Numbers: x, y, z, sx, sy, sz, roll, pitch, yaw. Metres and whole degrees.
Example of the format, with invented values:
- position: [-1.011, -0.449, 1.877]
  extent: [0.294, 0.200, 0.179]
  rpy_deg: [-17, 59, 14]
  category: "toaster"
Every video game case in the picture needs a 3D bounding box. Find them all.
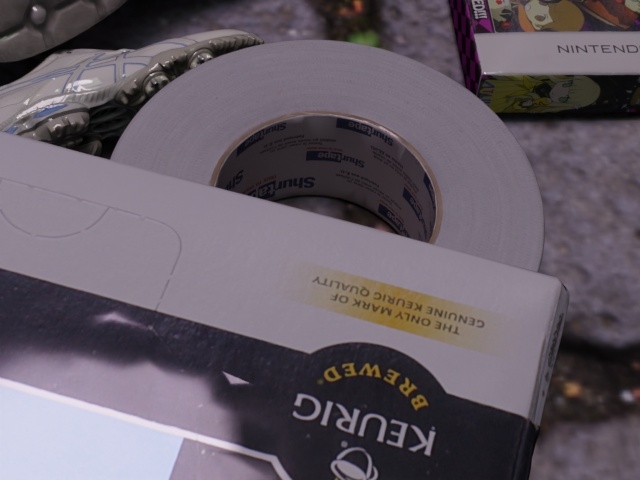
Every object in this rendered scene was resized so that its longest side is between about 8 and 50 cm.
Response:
- position: [0.182, -0.178, 0.817]
  extent: [0.210, 0.042, 0.232]
  rpy_deg: [0, 55, -7]
  category: "video game case"

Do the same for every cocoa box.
- position: [-0.119, 0.117, 0.464]
  extent: [0.347, 0.231, 0.228]
  rpy_deg: [15, 55, 5]
  category: "cocoa box"

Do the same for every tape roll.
- position: [0.000, 0.000, 0.656]
  extent: [0.219, 0.072, 0.219]
  rpy_deg: [2, 55, -3]
  category: "tape roll"

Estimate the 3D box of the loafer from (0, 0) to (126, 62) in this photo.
- position: [-0.104, -0.206, 0.769]
  extent: [0.319, 0.112, 0.111]
  rpy_deg: [-29, 44, -31]
  category: "loafer"

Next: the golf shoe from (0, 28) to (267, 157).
- position: [-0.116, -0.089, 0.715]
  extent: [0.176, 0.069, 0.086]
  rpy_deg: [-24, 54, -22]
  category: "golf shoe"
